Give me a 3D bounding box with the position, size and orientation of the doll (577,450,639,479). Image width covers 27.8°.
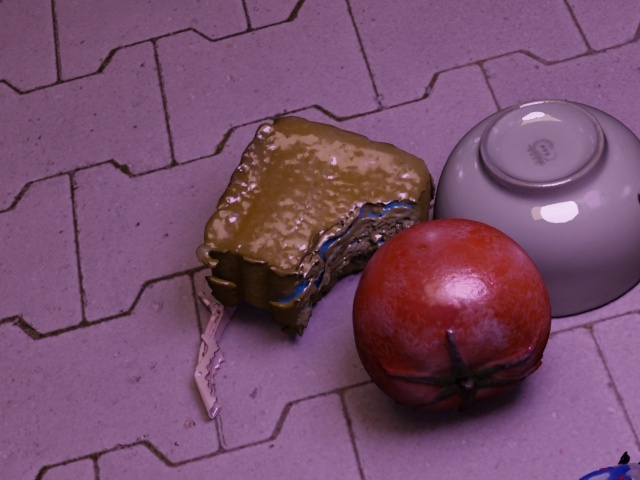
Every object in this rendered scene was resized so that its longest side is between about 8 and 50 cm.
[{"bbox_3d":[0.367,0.317,1.621,0.195,0.070,0.096,-28,27,-20],"label":"doll"}]

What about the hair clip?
[{"bbox_3d":[-0.164,0.161,1.896,0.072,0.034,0.226,-3,52,16],"label":"hair clip"}]

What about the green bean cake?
[{"bbox_3d":[0.000,0.000,1.898,0.285,0.202,0.310,23,60,14],"label":"green bean cake"}]

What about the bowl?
[{"bbox_3d":[0.326,-0.082,1.877,0.354,0.185,0.354,-7,50,8],"label":"bowl"}]

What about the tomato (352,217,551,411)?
[{"bbox_3d":[0.173,0.091,1.720,0.265,0.265,0.265,-7,50,8],"label":"tomato"}]
